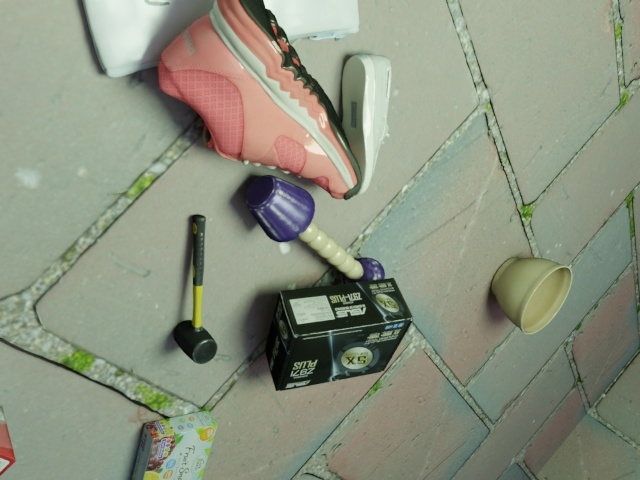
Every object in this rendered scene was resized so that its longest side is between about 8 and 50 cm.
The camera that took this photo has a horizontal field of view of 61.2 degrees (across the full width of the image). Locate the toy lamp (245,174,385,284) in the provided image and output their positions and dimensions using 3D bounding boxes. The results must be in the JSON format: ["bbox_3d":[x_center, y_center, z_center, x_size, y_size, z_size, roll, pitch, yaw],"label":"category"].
[{"bbox_3d":[0.000,0.000,0.742,0.080,0.080,0.274,-53,138,0],"label":"toy lamp"}]

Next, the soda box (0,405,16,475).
[{"bbox_3d":[-0.411,0.155,0.481,0.083,0.092,0.263,-43,136,-10],"label":"soda box"}]

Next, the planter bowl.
[{"bbox_3d":[0.435,0.101,1.148,0.162,0.109,0.162,-21,129,-29],"label":"planter bowl"}]

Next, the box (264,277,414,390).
[{"bbox_3d":[0.022,0.136,0.787,0.180,0.078,0.147,-4,139,-22],"label":"box"}]

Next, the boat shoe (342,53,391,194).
[{"bbox_3d":[0.063,-0.151,0.716,0.063,0.066,0.184,-16,116,-31],"label":"boat shoe"}]

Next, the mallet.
[{"bbox_3d":[-0.159,0.058,0.681,0.039,0.062,0.190,-9,106,-38],"label":"mallet"}]

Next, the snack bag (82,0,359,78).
[{"bbox_3d":[-0.087,-0.334,0.487,0.323,0.037,0.343,-22,129,-29],"label":"snack bag"}]

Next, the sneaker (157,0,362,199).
[{"bbox_3d":[-0.058,-0.133,0.609,0.136,0.116,0.314,-27,145,13],"label":"sneaker"}]

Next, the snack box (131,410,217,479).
[{"bbox_3d":[-0.217,0.324,0.791,0.100,0.037,0.141,0,116,-42],"label":"snack box"}]
